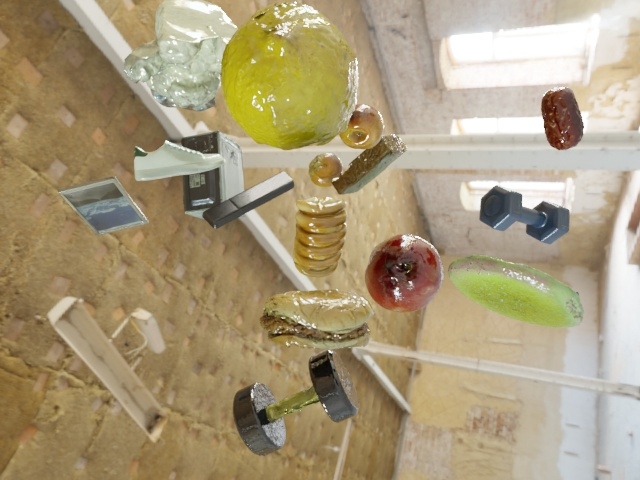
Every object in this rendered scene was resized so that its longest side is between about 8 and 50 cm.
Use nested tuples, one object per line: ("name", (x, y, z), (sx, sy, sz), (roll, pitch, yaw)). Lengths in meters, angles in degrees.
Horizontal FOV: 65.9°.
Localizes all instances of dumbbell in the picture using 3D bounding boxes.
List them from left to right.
("dumbbell", (-0.069, 0.468, 1.434), (0.203, 0.323, 0.203), (62, -173, -13))
("dumbbell", (0.714, -0.089, 1.727), (0.325, 0.160, 0.144), (13, -133, -26))

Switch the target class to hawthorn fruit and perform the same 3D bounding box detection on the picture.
("hawthorn fruit", (0.293, 0.113, 1.733), (0.369, 0.285, 0.284), (60, -142, -81))

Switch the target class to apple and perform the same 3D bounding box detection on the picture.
("apple", (0.120, -0.344, 1.498), (0.146, 0.147, 0.146), (5, -90, -66))

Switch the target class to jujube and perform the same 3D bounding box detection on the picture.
("jujube", (0.685, -0.346, 1.397), (0.112, 0.109, 0.176), (-139, 27, -69))

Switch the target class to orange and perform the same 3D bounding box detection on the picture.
("orange", (0.022, -0.303, 2.147), (0.134, 0.157, 0.156), (82, -160, -70))

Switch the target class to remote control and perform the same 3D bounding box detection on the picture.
("remote control", (-0.173, -0.102, 1.216), (0.245, 0.063, 0.025), (-32, -30, -28))

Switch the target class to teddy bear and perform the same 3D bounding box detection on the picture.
("teddy bear", (-0.324, -0.403, 1.255), (0.375, 0.328, 0.362), (64, 146, 39))

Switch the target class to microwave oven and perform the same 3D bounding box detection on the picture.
("microwave oven", (-0.417, -0.239, 1.897), (0.237, 0.182, 0.294), (21, -116, -73))

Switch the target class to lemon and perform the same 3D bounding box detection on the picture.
("lemon", (-0.055, -0.306, 0.964), (0.322, 0.269, 0.267), (43, -125, -71))

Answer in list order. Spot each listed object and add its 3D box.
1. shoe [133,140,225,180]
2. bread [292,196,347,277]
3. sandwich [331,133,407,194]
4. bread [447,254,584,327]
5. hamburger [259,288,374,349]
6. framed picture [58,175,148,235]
("shoe", (-0.420, -0.246, 1.458), (0.095, 0.265, 0.110), (-167, 65, -75))
("bread", (0.000, 0.000, 1.648), (0.121, 0.173, 0.311), (-114, 23, -50))
("sandwich", (0.180, -0.269, 1.763), (0.087, 0.251, 0.226), (53, -151, 2))
("bread", (0.411, 0.117, 1.072), (0.045, 0.302, 0.301), (-62, -30, -17))
("hamburger", (-0.010, 0.198, 1.285), (0.284, 0.260, 0.144), (-5, -84, -24))
("framed picture", (-0.711, -0.112, 1.636), (0.259, 0.189, 0.023), (78, 178, -57))
